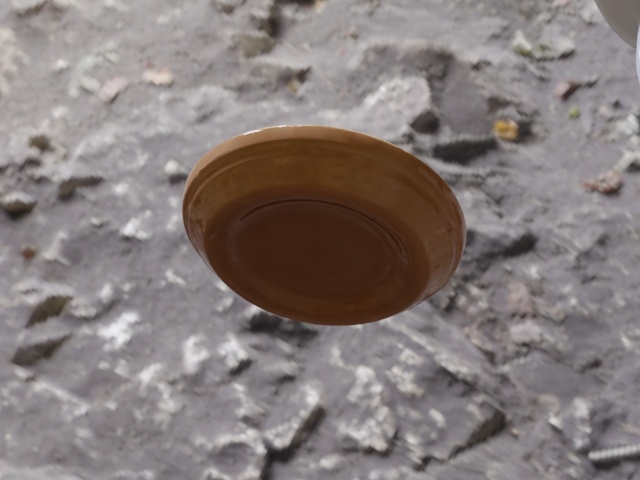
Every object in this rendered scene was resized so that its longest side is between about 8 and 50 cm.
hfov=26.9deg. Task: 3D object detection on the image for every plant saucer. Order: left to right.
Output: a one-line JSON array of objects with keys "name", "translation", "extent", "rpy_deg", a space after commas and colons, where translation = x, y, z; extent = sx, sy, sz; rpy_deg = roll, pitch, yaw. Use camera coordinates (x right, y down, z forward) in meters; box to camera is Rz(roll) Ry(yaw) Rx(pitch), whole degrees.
[{"name": "plant saucer", "translation": [0.000, 0.000, 0.924], "extent": [0.200, 0.200, 0.037], "rpy_deg": [-21, 43, 34]}]

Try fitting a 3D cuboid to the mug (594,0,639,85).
[{"name": "mug", "translation": [0.375, -0.235, 1.067], "extent": [0.328, 0.276, 0.374], "rpy_deg": [-10, 45, 45]}]
